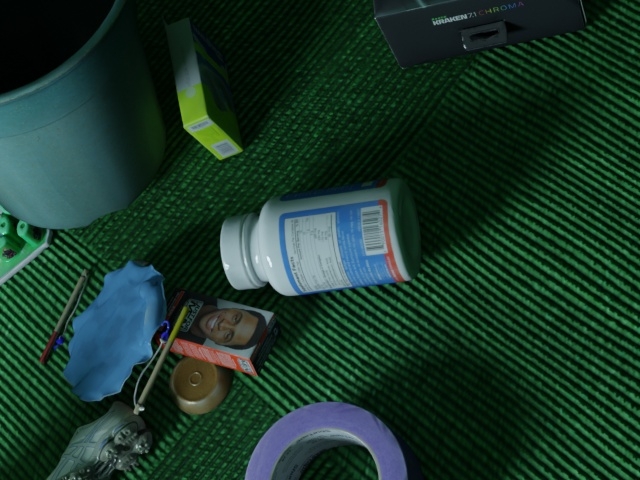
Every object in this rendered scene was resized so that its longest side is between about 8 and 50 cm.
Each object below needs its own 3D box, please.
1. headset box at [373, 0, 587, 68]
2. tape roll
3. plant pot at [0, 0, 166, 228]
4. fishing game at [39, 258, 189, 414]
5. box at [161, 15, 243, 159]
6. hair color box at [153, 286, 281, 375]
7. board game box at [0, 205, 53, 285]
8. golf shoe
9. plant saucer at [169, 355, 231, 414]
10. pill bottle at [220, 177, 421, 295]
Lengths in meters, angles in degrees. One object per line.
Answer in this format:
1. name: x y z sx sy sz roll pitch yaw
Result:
1. headset box: 0.191 -0.373 1.532 0.246 0.131 0.283 -11 65 15
2. tape roll: 0.016 0.279 1.353 0.189 0.080 0.189 -8 67 18
3. plant pot: -0.354 -0.202 1.518 0.341 0.334 0.341 -4 59 7
4. fishing game: -0.248 0.112 1.504 0.264 0.041 0.189 8 71 50
5. box: -0.154 -0.206 1.599 0.042 0.109 0.178 -21 63 15
6. hair color box: -0.127 0.110 1.486 0.141 0.043 0.072 13 57 23
7. board game box: -0.618 -0.021 1.723 0.390 0.050 0.390 -39 61 1
8. golf shoe: -0.286 0.269 1.486 0.176 0.069 0.086 -39 41 -2
9. plant saucer: -0.150 0.170 1.494 0.083 0.015 0.083 -7 66 17
10. pill bottle: 0.000 0.000 1.450 0.221 0.124 0.124 -7 66 17
